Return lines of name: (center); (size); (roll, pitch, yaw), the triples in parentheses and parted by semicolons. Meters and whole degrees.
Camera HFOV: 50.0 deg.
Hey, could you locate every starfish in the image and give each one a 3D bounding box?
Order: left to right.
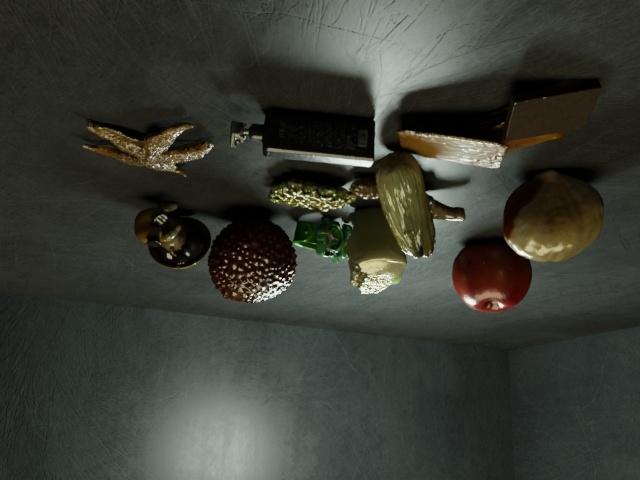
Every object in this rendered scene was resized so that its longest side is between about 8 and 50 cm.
starfish: (-0.409, -0.214, 1.617); (0.303, 0.060, 0.299); (7, 164, -12)

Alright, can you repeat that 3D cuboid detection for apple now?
apple: (0.571, 0.120, 2.304); (0.261, 0.216, 0.260); (3, 159, 1)

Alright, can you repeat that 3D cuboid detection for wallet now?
wallet: (0.403, -0.237, 1.483); (0.196, 0.041, 0.161); (-16, 158, 43)

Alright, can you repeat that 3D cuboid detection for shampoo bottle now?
shampoo bottle: (-0.038, -0.223, 1.476); (0.310, 0.098, 0.071); (5, 167, -8)

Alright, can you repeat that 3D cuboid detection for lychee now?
lychee: (-0.208, 0.061, 2.110); (0.276, 0.275, 0.304); (-1, 144, 9)

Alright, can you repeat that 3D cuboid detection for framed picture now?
framed picture: (0.453, -0.254, 1.356); (0.169, 0.023, 0.128); (-10, 152, 1)

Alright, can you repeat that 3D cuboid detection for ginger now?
ginger: (0.228, -0.112, 1.838); (0.333, 0.080, 0.166); (14, 171, -37)

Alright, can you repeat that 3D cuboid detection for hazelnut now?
hazelnut: (0.587, -0.065, 1.751); (0.261, 0.241, 0.261); (-6, -170, 1)

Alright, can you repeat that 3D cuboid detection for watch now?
watch: (0.000, 0.000, 2.153); (0.152, 0.131, 0.165); (0, 166, 43)

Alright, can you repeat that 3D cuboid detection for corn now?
corn: (0.216, -0.082, 1.691); (0.122, 0.123, 0.305); (-22, 133, 5)

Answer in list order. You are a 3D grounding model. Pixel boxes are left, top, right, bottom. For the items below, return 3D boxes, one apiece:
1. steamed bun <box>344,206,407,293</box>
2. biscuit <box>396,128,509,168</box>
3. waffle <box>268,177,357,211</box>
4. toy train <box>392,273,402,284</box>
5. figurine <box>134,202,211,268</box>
steamed bun: (0.140, 0.016, 2.027); (0.171, 0.225, 0.200); (8, 144, -26)
biscuit: (0.292, -0.204, 1.532); (0.237, 0.013, 0.232); (11, 176, 11)
waffle: (-0.026, -0.126, 1.853); (0.224, 0.054, 0.204); (9, 172, -21)
toy train: (0.191, 0.059, 2.245); (0.105, 0.157, 0.253); (-11, 159, 33)
figurine: (-0.453, -0.013, 2.061); (0.167, 0.192, 0.257); (-19, 149, 23)
